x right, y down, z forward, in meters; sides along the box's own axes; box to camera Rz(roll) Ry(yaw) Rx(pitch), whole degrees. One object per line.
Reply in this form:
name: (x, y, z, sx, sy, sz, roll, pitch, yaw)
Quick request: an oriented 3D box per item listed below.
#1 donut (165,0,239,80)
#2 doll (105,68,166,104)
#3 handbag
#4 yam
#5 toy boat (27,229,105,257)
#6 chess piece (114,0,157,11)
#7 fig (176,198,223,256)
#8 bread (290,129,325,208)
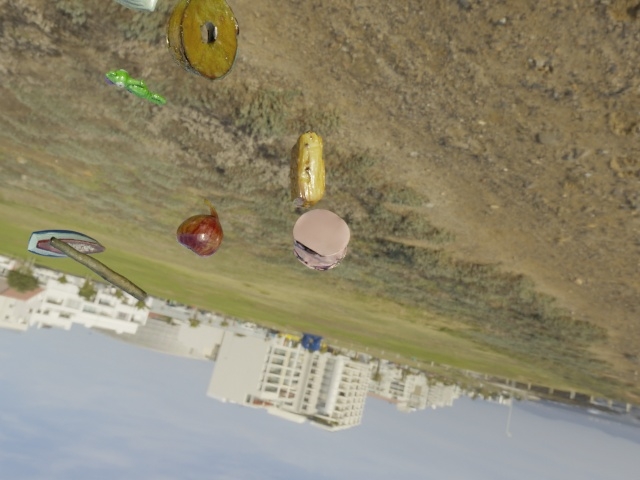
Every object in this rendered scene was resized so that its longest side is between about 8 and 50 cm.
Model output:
donut: (-0.372, -0.642, 1.571, 0.107, 0.271, 0.272, 10, 168, 31)
doll: (-0.533, -0.444, 1.453, 0.115, 0.050, 0.190, 18, 178, 32)
handbag: (0.000, 0.000, 1.699, 0.205, 0.179, 0.116, 31, 159, 22)
yam: (-0.421, 0.060, 0.964, 0.027, 0.029, 0.234, -3, 148, 31)
toy boat: (-0.688, 0.014, 1.384, 0.046, 0.080, 0.229, 18, -178, 26)
chess piece: (-0.499, -0.574, 1.058, 0.176, 0.175, 0.298, 4, 178, 39)
fig: (-0.440, -0.044, 1.921, 0.175, 0.207, 0.175, 31, 159, 14)
bread: (-0.041, -0.224, 1.649, 0.099, 0.234, 0.210, 2, 174, -12)
